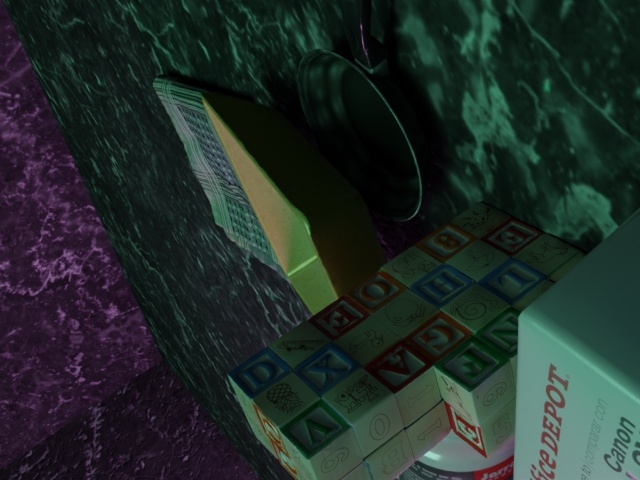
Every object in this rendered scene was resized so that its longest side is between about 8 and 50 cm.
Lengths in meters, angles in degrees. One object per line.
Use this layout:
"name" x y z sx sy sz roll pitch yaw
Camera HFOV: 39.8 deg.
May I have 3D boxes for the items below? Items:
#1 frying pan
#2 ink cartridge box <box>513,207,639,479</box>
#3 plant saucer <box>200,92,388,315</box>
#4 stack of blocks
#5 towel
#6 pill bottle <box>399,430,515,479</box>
"frying pan" 0.030 -0.159 0.863 0.197 0.053 0.326 35 151 46
"ink cartridge box" 0.316 0.191 0.579 0.384 0.160 0.279 41 156 36
"plant saucer" 0.000 0.000 1.055 0.333 0.081 0.333 52 168 50
"stack of blocks" 0.094 0.101 0.757 0.171 0.297 0.087 35 151 48
"towel" -0.138 -0.090 1.361 0.312 0.056 0.324 28 147 53
"pill bottle" 0.159 0.215 0.984 0.161 0.161 0.283 39 155 39
